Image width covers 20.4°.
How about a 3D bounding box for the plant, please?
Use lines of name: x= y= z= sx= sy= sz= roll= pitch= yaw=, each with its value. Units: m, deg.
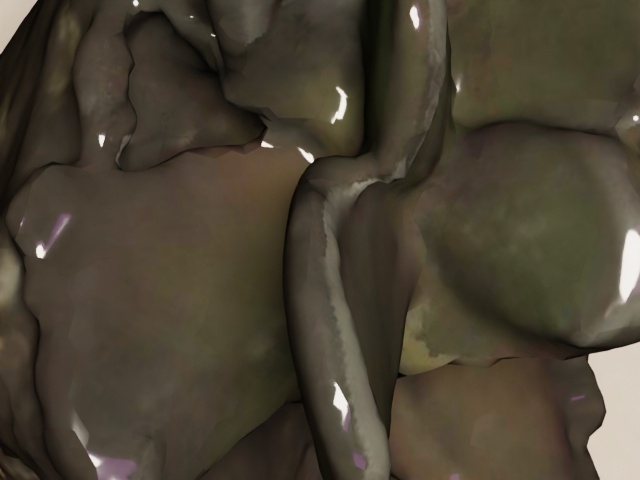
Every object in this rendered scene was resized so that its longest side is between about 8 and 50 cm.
plant: x=0.000 y=0.000 z=0.484 sx=0.188 sy=0.276 sz=0.199 roll=22 pitch=69 yaw=-20
